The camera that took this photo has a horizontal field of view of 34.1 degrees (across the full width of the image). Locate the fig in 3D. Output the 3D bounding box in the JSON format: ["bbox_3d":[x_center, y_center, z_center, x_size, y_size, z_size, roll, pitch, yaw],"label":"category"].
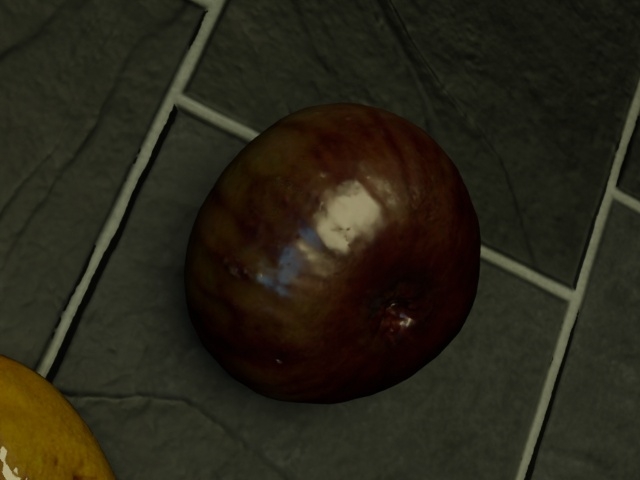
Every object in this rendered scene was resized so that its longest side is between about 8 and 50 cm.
[{"bbox_3d":[0.008,0.011,0.803,0.235,0.214,0.234,-3,95,-42],"label":"fig"}]

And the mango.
[{"bbox_3d":[-0.216,0.186,0.728,0.147,0.109,0.227,-25,87,-20],"label":"mango"}]
